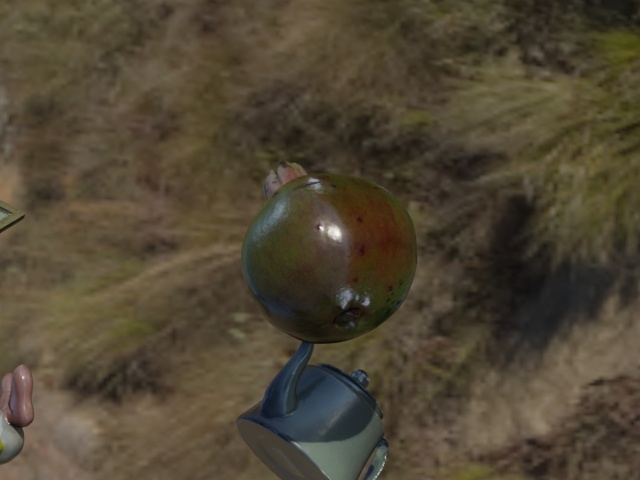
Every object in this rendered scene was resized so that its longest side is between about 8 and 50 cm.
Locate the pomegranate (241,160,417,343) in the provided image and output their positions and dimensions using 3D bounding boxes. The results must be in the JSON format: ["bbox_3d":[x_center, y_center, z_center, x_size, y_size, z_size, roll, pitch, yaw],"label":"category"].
[{"bbox_3d":[0.000,0.000,1.575,0.180,0.180,0.210,-59,39,31],"label":"pomegranate"}]

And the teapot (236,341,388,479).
[{"bbox_3d":[0.011,0.216,1.850,0.162,0.239,0.149,17,59,45],"label":"teapot"}]

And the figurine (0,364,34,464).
[{"bbox_3d":[-0.460,0.383,2.122,0.154,0.193,0.421,158,112,-67],"label":"figurine"}]

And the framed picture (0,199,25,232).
[{"bbox_3d":[-0.388,-0.041,1.417,0.201,0.136,0.010,28,122,15],"label":"framed picture"}]
